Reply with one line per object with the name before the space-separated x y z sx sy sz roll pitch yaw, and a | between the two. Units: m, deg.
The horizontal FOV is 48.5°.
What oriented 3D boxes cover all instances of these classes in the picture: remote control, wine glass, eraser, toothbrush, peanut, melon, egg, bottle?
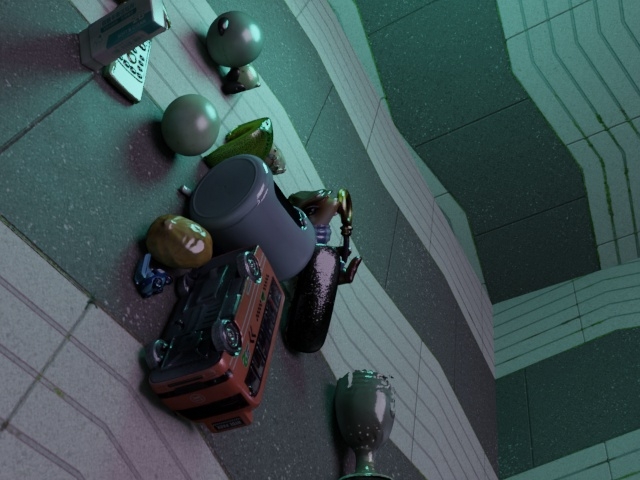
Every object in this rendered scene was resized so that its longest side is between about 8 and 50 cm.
remote control | -0.488 -0.481 1.820 0.123 0.038 0.285 44 33 -44
wine glass | 0.132 0.557 2.091 0.190 0.190 0.357 46 37 -41
eraser | -0.461 -0.486 1.649 0.052 0.225 0.096 25 48 -58
toothbrush | -0.282 -0.078 1.936 0.288 0.026 0.024 38 40 -48
peanut | -0.326 0.007 1.650 0.159 0.109 0.141 30 43 -13
melon | -0.205 -0.266 2.079 0.129 0.169 0.265 62 26 -18
egg | -0.337 -0.302 1.850 0.149 0.149 0.192 50 27 -36
bottle | -0.164 -0.262 2.258 0.152 0.098 0.099 48 31 -45

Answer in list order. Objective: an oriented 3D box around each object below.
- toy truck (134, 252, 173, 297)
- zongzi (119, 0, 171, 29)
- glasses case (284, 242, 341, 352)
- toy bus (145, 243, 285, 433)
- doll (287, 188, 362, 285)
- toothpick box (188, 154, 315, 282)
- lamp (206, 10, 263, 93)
toy truck | -0.378 0.075 1.576 0.090 0.056 0.073 58 29 8
zongzi | -0.488 -0.624 1.905 0.176 0.078 0.160 -42 109 -54
glasses case | -0.022 0.168 2.072 0.122 0.082 0.321 17 79 -27
toy bus | -0.220 0.211 1.613 0.233 0.203 0.427 60 22 -29
doll | 0.004 0.000 2.245 0.318 0.209 0.340 -7 79 -58
toothpick box | -0.167 -0.024 1.891 0.355 0.263 0.263 50 29 -42
lamp | -0.264 -0.597 2.242 0.198 0.197 0.244 -60 148 -61
